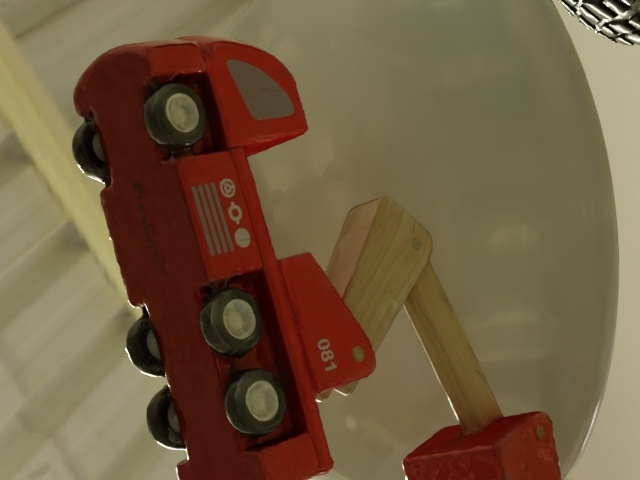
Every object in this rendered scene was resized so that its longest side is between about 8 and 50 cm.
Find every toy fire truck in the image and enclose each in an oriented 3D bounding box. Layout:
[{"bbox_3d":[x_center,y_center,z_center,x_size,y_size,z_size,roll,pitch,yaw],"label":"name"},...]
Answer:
[{"bbox_3d":[0.004,0.024,0.447,0.135,0.047,0.192,-14,-93,-44],"label":"toy fire truck"}]

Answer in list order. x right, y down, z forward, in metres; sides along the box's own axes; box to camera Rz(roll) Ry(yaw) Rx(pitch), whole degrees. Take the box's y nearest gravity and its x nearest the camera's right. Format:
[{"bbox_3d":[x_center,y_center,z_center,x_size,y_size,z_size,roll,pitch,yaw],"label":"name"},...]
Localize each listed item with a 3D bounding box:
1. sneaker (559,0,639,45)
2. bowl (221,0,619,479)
[{"bbox_3d":[0.227,-0.225,0.845,0.107,0.283,0.124,42,-107,8],"label":"sneaker"},{"bbox_3d":[0.000,0.000,0.640,0.134,0.298,0.298,-6,-101,-24],"label":"bowl"}]
